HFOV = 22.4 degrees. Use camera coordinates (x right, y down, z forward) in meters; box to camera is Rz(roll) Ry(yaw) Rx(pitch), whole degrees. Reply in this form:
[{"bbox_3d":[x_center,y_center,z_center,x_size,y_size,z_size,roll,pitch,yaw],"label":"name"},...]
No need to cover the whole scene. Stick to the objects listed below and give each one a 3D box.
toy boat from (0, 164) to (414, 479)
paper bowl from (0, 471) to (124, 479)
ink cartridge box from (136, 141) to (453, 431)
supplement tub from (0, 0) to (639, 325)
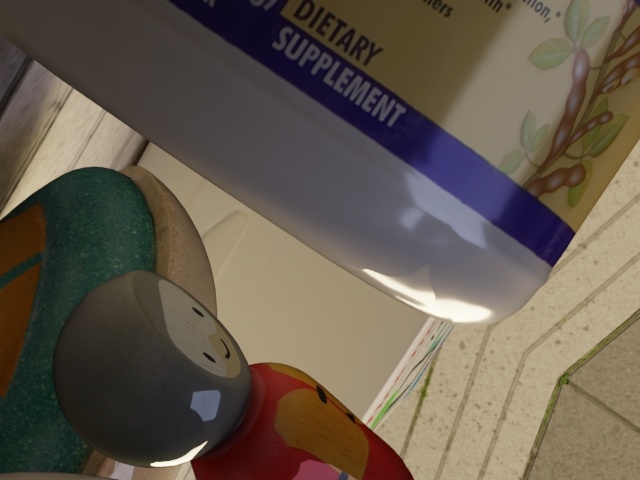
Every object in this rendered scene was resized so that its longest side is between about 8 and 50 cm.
[{"bbox_3d":[-0.108,0.070,0.667,0.318,0.148,0.267,-6,-125,50],"label":"toy boat"},{"bbox_3d":[-0.104,0.182,0.513,0.284,0.148,0.284,-12,142,-10],"label":"paper bowl"},{"bbox_3d":[0.000,0.000,1.043,0.198,0.197,0.270,-58,171,18],"label":"ink cartridge box"},{"bbox_3d":[0.053,-0.164,0.547,0.331,0.241,0.241,-56,172,3],"label":"supplement tub"}]
